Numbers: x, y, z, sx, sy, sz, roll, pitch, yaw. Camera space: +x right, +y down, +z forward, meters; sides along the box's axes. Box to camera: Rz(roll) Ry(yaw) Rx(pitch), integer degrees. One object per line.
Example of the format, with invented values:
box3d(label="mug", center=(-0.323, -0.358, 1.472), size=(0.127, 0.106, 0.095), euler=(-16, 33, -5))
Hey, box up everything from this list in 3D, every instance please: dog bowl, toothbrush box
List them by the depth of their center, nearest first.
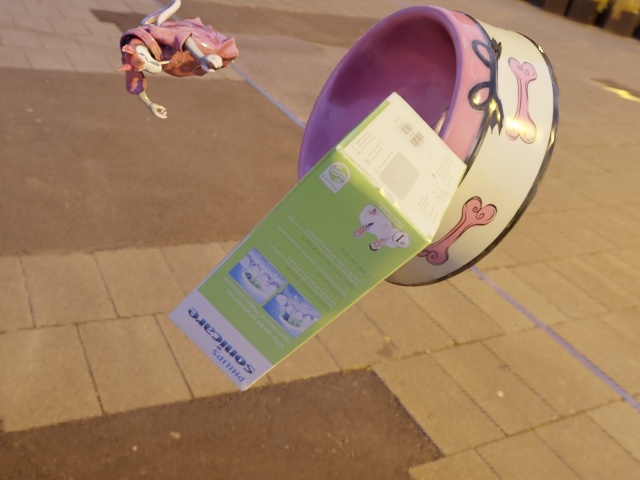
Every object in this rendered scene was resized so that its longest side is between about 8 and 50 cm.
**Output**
box3d(label="toothbrush box", center=(0.000, 0.000, 0.728), size=(0.122, 0.283, 0.206), euler=(44, 33, -3))
box3d(label="dog bowl", center=(0.124, -0.148, 0.984), size=(0.150, 0.408, 0.408), euler=(23, 18, -33))

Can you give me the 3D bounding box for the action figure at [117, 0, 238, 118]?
box3d(label="action figure", center=(-0.344, -0.445, 1.541), size=(0.276, 0.248, 0.370), euler=(61, 24, -3))
